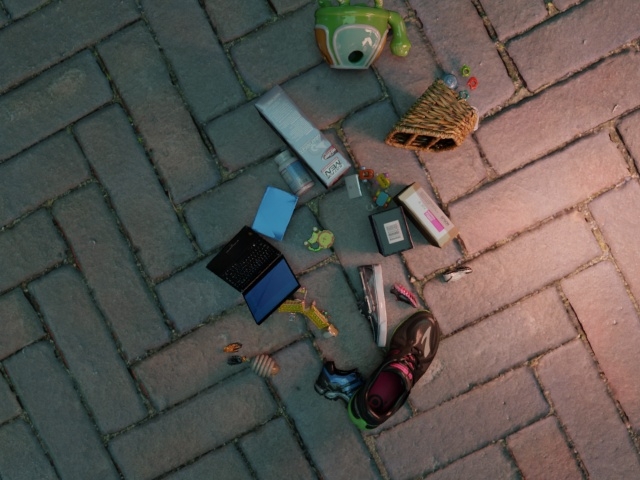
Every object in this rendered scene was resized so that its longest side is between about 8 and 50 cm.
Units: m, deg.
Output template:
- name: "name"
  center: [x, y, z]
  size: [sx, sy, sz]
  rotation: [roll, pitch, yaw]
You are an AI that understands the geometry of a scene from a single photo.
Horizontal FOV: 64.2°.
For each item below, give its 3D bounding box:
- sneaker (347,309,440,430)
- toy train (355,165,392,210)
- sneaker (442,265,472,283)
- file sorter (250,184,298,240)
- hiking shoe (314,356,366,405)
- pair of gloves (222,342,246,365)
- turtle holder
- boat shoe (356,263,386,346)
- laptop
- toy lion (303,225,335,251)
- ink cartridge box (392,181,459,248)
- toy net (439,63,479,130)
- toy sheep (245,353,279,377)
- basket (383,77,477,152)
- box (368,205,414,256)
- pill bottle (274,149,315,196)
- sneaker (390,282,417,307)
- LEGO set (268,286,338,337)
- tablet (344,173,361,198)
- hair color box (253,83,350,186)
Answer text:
- name: "sneaker"
  center: [0.288, 0.451, 1.771]
  size: [0.185, 0.202, 0.482]
  rotation: [36, 68, 0]
- name: "toy train"
  center: [0.202, -0.196, 1.871]
  size: [0.125, 0.046, 0.166]
  rotation: [-6, 103, 28]
- name: "sneaker"
  center: [0.506, 0.126, 1.879]
  size: [0.109, 0.040, 0.043]
  rotation: [-15, 108, 5]
- name: "file sorter"
  center: [-0.160, -0.098, 1.850]
  size: [0.118, 0.104, 0.170]
  rotation: [22, 92, 1]
- name: "hiking shoe"
  center: [0.133, 0.540, 1.859]
  size: [0.304, 0.113, 0.132]
  rotation: [19, 93, 1]
- name: "pair of gloves"
  center: [-0.322, 0.427, 1.918]
  size: [0.074, 0.010, 0.083]
  rotation: [-16, 94, 1]
- name: "turtle holder"
  center: [0.131, -0.716, 1.782]
  size: [0.321, 0.243, 0.227]
  rotation: [-12, 111, -37]
- name: "boat shoe"
  center: [0.182, 0.237, 1.853]
  size: [0.102, 0.108, 0.301]
  rotation: [-5, 89, 1]
- name: "laptop"
  center: [-0.243, 0.126, 1.812]
  size: [0.264, 0.136, 0.234]
  rotation: [40, 109, -20]
- name: "toy lion"
  center: [0.000, 0.000, 1.888]
  size: [0.096, 0.034, 0.100]
  rotation: [34, 93, -7]
- name: "ink cartridge box"
  center: [0.365, -0.089, 1.793]
  size: [0.088, 0.193, 0.234]
  rotation: [-40, 91, 3]
- name: "toy net"
  center: [0.525, -0.510, 1.852]
  size: [0.122, 0.045, 0.232]
  rotation: [-24, 93, 0]
- name: "toy sheep"
  center: [-0.215, 0.460, 1.878]
  size: [0.132, 0.091, 0.091]
  rotation: [17, 92, 1]
- name: "basket"
  center: [0.371, -0.368, 1.732]
  size: [0.213, 0.299, 0.223]
  rotation: [41, 90, -2]
- name: "box"
  center: [0.244, -0.033, 1.791]
  size: [0.108, 0.207, 0.153]
  rotation: [-17, 90, 2]
- name: "pill bottle"
  center: [-0.097, -0.245, 1.852]
  size: [0.087, 0.087, 0.160]
  rotation: [-34, 91, 2]
- name: "sneaker"
  center: [0.306, 0.211, 1.885]
  size: [0.119, 0.047, 0.057]
  rotation: [44, 114, 0]
- name: "LEGO set"
  center: [-0.054, 0.249, 1.881]
  size: [0.287, 0.107, 0.132]
  rotation: [19, 127, -4]
- name: "tablet"
  center: [0.119, -0.198, 1.876]
  size: [0.054, 0.006, 0.083]
  rotation: [-12, 92, 32]
- name: "hair color box"
  center: [-0.060, -0.356, 1.798]
  size: [0.114, 0.185, 0.374]
  rotation: [-43, 90, 2]
